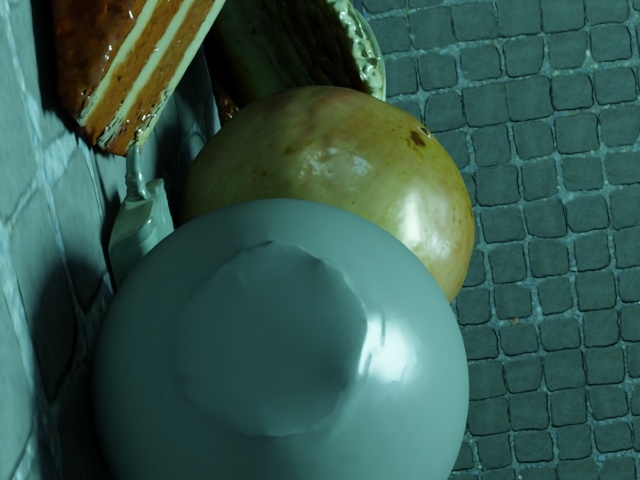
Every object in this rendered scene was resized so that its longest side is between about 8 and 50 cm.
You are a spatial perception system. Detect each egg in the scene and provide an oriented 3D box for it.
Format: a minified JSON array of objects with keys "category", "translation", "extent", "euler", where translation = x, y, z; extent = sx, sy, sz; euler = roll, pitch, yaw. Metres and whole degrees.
[{"category":"egg","translation":[-0.017,0.073,0.755],"extent":[0.232,0.176,0.176],"euler":[59,24,-74]}]

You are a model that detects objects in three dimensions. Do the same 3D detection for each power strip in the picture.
[{"category":"power strip","translation":[-0.081,0.064,0.866],"extent":[0.060,0.027,0.252],"euler":[-84,164,-63]}]

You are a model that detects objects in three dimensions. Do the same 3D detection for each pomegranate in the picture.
[{"category":"pomegranate","translation":[0.000,-0.004,0.987],"extent":[0.191,0.191,0.191],"euler":[-8,90,-84]}]

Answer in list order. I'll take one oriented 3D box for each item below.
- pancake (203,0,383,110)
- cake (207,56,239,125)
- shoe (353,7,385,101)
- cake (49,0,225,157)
[{"category":"pancake","translation":[-0.049,-0.161,1.085],"extent":[0.257,0.056,0.212],"euler":[55,-18,5]},{"category":"cake","translation":[-0.042,-0.174,1.226],"extent":[0.116,0.086,0.220],"euler":[-83,164,-64]},{"category":"shoe","translation":[0.001,-0.054,1.357],"extent":[0.159,0.124,0.316],"euler":[76,13,-50]},{"category":"cake","translation":[-0.054,-0.179,0.816],"extent":[0.158,0.160,0.262],"euler":[64,20,-79]}]
